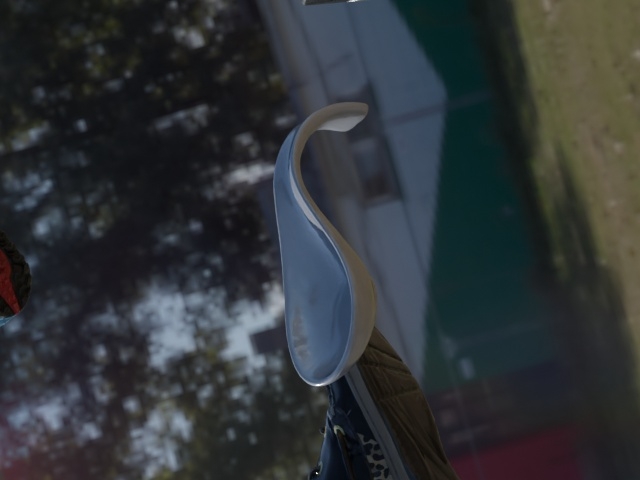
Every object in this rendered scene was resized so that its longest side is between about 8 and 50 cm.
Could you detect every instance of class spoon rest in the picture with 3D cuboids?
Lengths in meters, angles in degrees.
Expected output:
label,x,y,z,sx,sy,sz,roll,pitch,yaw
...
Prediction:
label,x,y,z,sx,sy,sz,roll,pitch,yaw
spoon rest,0.000,0.000,1.473,0.137,0.084,0.276,-35,50,57

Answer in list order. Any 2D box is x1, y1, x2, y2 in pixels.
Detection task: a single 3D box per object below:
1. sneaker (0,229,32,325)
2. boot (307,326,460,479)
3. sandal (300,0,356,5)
label,x,y,z,sx,sy,sz,roll,pitch,yaw
sneaker,-0.396,-0.014,1.550,0.104,0.125,0.262,-24,-100,-45
boot,-0.002,0.274,1.669,0.138,0.284,0.377,15,-136,-61
sandal,0.047,-0.235,1.067,0.303,0.120,0.086,110,152,-74
